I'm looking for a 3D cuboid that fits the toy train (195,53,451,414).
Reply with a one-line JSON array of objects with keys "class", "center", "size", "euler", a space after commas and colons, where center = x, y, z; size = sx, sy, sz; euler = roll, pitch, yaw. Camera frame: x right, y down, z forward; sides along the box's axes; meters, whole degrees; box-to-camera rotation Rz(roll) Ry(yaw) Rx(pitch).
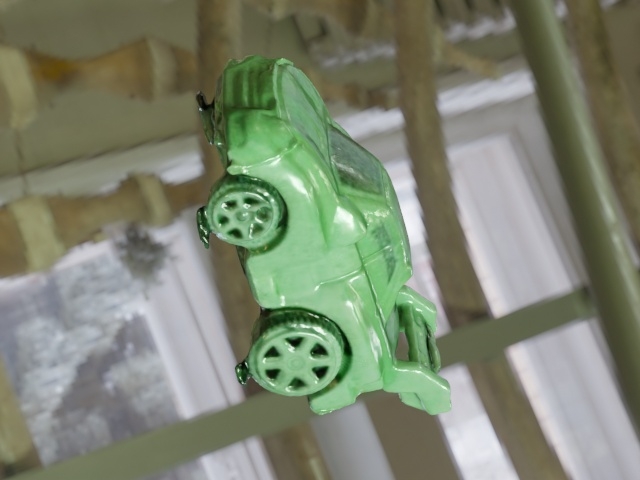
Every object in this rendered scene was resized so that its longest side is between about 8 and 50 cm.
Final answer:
[{"class": "toy train", "center": [0.000, 0.000, 0.601], "size": [0.081, 0.149, 0.099], "euler": [-10, -146, 4]}]
